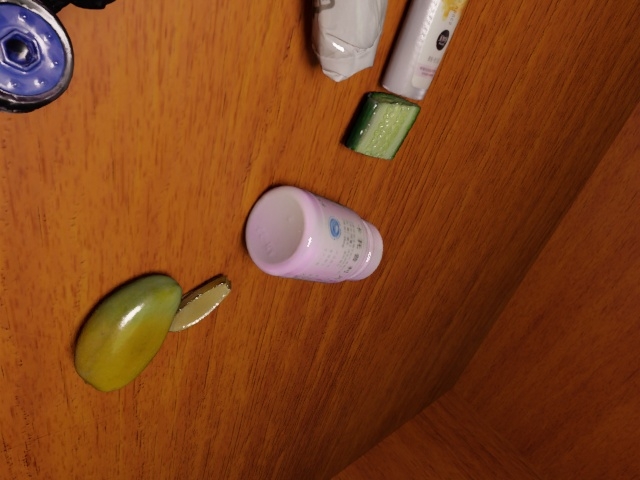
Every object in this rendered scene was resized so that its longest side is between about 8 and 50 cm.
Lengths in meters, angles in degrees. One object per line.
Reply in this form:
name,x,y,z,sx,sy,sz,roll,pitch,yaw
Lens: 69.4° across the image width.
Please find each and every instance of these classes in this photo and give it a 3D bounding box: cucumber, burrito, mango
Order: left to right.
mango,-0.285,0.134,0.693,0.195,0.091,0.130,-48,146,-8
burrito,0.044,-0.403,0.494,0.139,0.101,0.446,-51,154,-39
cucumber,0.100,-0.204,0.812,0.116,0.062,0.115,4,120,-42

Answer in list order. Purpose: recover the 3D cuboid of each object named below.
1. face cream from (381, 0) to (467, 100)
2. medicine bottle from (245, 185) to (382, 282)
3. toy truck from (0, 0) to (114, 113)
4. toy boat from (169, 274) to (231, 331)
face cream,0.181,-0.364,0.728,0.107,0.073,0.270,-18,136,-50
medicine bottle,0.000,0.000,0.828,0.254,0.152,0.152,13,114,-53
toy truck,-0.246,-0.197,0.299,0.177,0.161,0.213,44,65,-53
toy boat,-0.216,0.112,0.791,0.149,0.049,0.047,-37,116,-13
